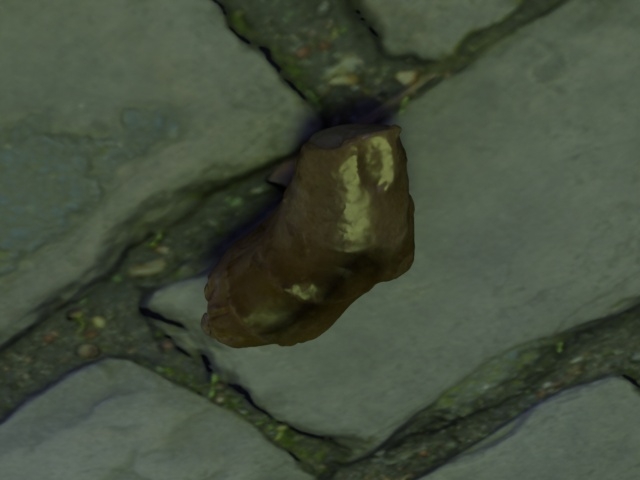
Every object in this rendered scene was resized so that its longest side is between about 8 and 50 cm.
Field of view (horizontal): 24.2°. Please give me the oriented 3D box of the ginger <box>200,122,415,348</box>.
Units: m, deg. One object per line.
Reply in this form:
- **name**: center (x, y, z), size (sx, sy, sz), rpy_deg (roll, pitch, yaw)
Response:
- **ginger**: center (-0.001, 0.000, 0.895), size (0.095, 0.069, 0.190), rpy_deg (21, 126, -33)
